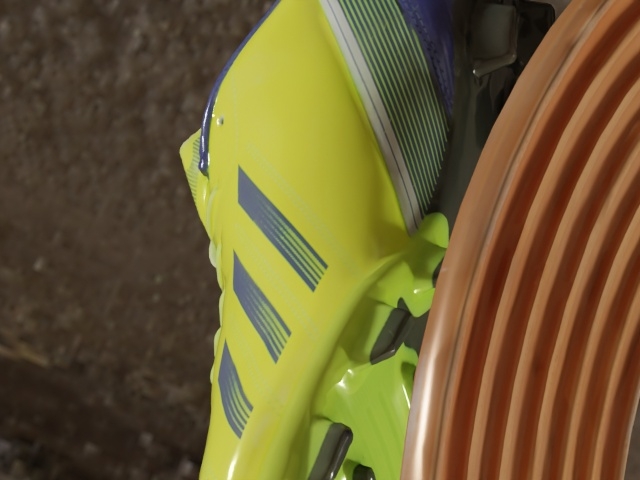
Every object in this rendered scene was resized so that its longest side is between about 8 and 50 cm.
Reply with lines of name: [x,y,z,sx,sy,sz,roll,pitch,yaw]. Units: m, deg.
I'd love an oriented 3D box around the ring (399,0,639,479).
ring: [0.121,0.085,0.465,0.032,0.336,0.336,-4,138,43]

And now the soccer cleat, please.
soccer cleat: [0.000,0.000,0.657,0.121,0.289,0.093,0,140,23]
